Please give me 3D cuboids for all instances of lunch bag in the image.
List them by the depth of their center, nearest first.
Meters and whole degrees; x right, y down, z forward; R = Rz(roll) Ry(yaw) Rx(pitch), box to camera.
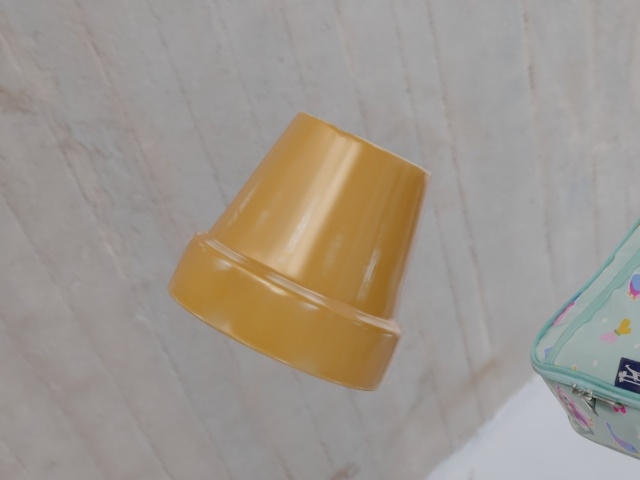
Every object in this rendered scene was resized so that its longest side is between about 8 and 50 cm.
[{"bbox_3d":[0.314,0.059,1.021,0.279,0.224,0.108,-43,117,-17],"label":"lunch bag"}]

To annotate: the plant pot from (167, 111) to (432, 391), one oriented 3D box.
[{"bbox_3d":[0.000,0.000,1.060,0.205,0.205,0.188,20,97,-51],"label":"plant pot"}]
